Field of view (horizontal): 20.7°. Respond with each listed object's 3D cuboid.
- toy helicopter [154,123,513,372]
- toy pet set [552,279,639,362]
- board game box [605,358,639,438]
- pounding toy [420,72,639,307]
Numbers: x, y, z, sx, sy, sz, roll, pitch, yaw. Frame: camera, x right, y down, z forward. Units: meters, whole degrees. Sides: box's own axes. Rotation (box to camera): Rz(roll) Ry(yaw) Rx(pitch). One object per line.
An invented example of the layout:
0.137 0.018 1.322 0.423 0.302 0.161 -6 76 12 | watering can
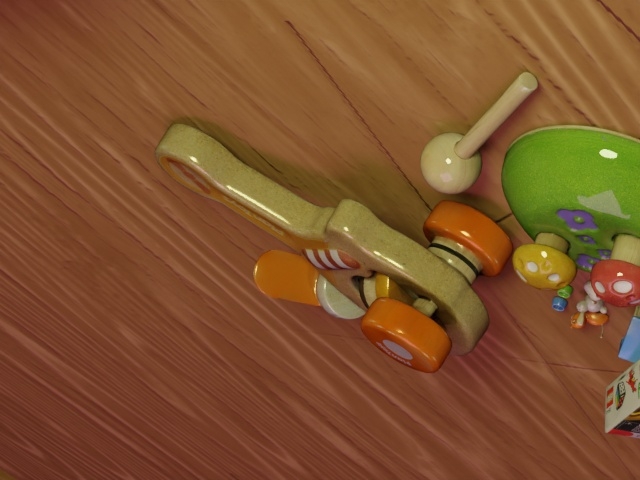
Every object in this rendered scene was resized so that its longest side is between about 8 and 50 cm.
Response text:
0.000 0.000 1.661 0.355 0.140 0.235 32 165 5 | toy helicopter
0.268 0.078 1.621 0.114 0.065 0.122 19 155 7 | toy pet set
0.429 0.146 1.555 0.305 0.053 0.193 10 156 -8 | board game box
0.202 -0.012 1.443 0.237 0.110 0.183 29 154 -15 | pounding toy
